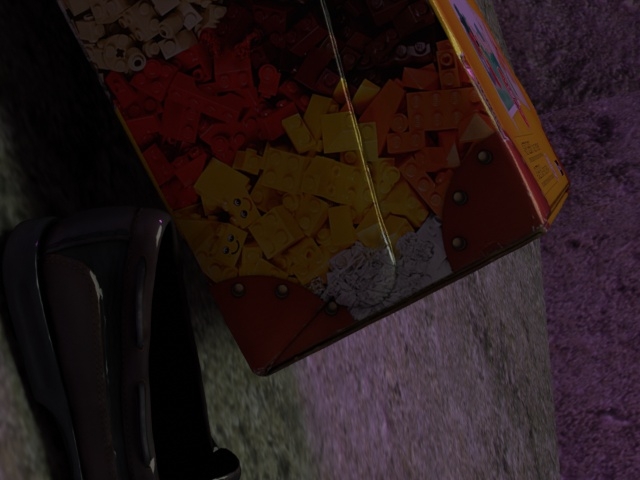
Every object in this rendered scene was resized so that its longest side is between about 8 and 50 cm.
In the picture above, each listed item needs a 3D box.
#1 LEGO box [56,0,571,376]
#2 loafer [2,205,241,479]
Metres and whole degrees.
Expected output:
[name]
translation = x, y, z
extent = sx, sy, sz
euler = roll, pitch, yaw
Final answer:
[LEGO box]
translation = 0.002, -0.143, 1.170
extent = 0.372, 0.193, 0.500
euler = 62, 11, 1
[loafer]
translation = -0.091, 0.123, 0.964
extent = 0.109, 0.095, 0.302
euler = -64, 139, -68
